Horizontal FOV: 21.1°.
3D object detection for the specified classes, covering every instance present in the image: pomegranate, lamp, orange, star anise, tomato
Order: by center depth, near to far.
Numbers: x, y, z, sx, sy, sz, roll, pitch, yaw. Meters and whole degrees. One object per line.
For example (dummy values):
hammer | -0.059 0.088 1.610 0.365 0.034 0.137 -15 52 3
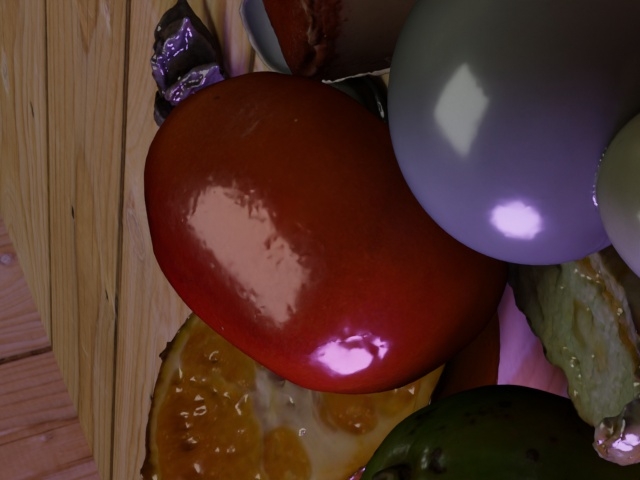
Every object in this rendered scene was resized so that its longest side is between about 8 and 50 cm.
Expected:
lamp | 0.147 -0.066 0.950 0.244 0.198 0.198 38 142 35
pomegranate | 0.151 0.238 1.155 0.302 0.236 0.236 43 166 -12
tomato | 0.002 0.001 1.159 0.260 0.180 0.260 34 -177 -2
orange | 0.006 0.105 1.340 0.274 0.274 0.310 56 141 44
star anise | -0.135 -0.144 1.829 0.231 0.089 0.209 -115 10 -62

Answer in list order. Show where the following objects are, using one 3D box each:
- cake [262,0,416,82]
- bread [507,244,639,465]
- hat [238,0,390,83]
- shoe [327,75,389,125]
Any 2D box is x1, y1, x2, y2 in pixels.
cake | 0.017 -0.224 1.220 0.262 0.158 0.159 -128 30 -53
bread | 0.179 0.036 1.072 0.232 0.088 0.128 -114 27 -48
hat | -0.027 -0.242 1.355 0.275 0.161 0.232 44 177 18
shoe | -0.049 -0.080 1.537 0.293 0.149 0.109 160 93 -70
